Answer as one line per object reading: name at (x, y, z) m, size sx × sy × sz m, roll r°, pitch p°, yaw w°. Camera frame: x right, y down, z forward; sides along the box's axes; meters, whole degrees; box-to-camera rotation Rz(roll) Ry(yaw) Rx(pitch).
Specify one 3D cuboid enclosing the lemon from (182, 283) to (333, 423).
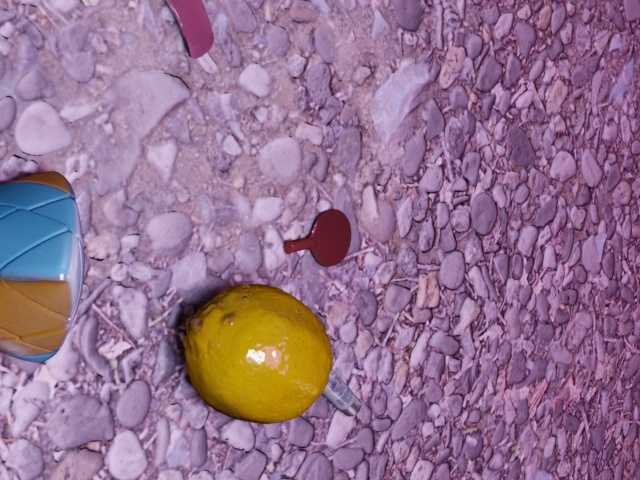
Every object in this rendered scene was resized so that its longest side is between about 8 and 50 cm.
lemon at (-0.091, 0.167, 1.351) m, size 0.260 × 0.204 × 0.204 m, roll 34°, pitch 73°, yaw -39°

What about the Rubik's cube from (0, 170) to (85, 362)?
Rubik's cube at (-0.340, 0.005, 1.082) m, size 0.254 × 0.254 × 0.255 m, roll -8°, pitch 102°, yaw -43°

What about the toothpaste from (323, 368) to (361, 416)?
toothpaste at (-0.006, 0.221, 1.551) m, size 0.239 × 0.039 × 0.062 m, roll 49°, pitch 59°, yaw -34°

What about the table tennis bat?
table tennis bat at (0.000, 0.000, 1.538) m, size 0.154 × 0.019 × 0.098 m, roll -12°, pitch 105°, yaw -44°

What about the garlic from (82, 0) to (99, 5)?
garlic at (-0.222, -0.381, 1.181) m, size 0.226 × 0.199 × 0.199 m, roll -49°, pitch 131°, yaw 6°

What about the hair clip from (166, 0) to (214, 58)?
hair clip at (-0.190, -0.325, 1.304) m, size 0.054 × 0.022 × 0.137 m, roll -44°, pitch 124°, yaw -34°
